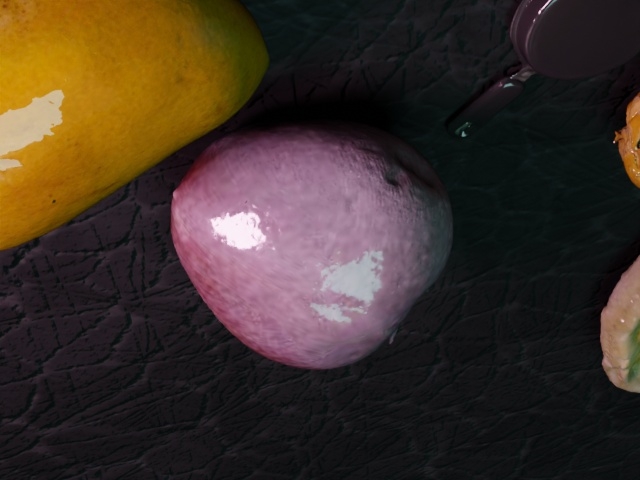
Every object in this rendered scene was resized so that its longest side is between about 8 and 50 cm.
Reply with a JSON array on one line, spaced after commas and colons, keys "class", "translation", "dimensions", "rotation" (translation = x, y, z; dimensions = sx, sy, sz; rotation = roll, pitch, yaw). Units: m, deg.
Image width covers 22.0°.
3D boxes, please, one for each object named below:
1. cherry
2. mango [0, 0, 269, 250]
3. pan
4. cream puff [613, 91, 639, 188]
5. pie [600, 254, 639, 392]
[{"class": "cherry", "translation": [0.000, 0.000, 1.358], "dimensions": [0.266, 0.184, 0.213], "rotation": [23, 116, -27]}, {"class": "mango", "translation": [-0.193, -0.104, 1.149], "dimensions": [0.317, 0.173, 0.211], "rotation": [-22, 146, -4]}, {"class": "pan", "translation": [0.190, -0.151, 1.366], "dimensions": [0.136, 0.028, 0.235], "rotation": [16, 133, -38]}, {"class": "cream puff", "translation": [0.322, -0.097, 1.433], "dimensions": [0.133, 0.104, 0.119], "rotation": [-36, 110, 13]}, {"class": "pie", "translation": [0.445, 0.055, 1.726], "dimensions": [0.339, 0.077, 0.339], "rotation": [-10, 148, -6]}]
